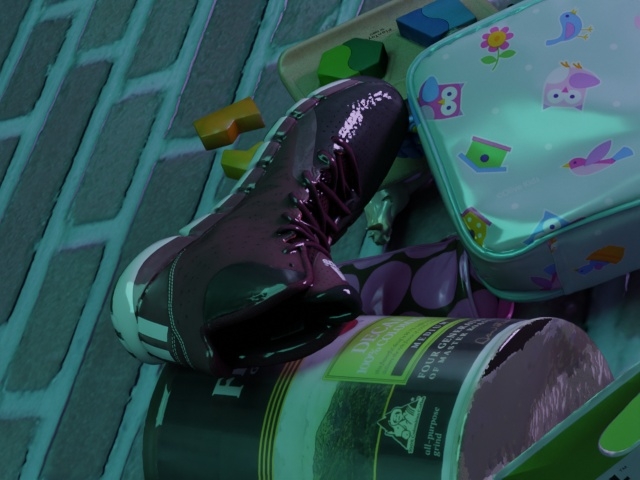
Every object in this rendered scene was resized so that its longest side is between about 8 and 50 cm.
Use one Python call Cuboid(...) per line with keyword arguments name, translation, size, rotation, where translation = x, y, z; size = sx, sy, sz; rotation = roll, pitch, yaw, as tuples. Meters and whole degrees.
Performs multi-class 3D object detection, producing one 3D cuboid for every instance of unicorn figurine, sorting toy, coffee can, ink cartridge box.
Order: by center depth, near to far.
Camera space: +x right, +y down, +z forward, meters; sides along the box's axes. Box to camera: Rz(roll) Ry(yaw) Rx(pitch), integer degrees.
Cuboid(name="ink cartridge box", translation=(0.214, 0.103, 0.760), size=(0.189, 0.255, 0.097), rotation=(-40, 40, 10))
Cuboid(name="coffee can", translation=(0.042, 0.150, 0.923), size=(0.275, 0.201, 0.201), rotation=(-1, 58, 41))
Cuboid(name="unicorn figurine", translation=(0.051, -0.051, 1.202), size=(0.111, 0.060, 0.162), rotation=(-62, 26, -8))
Cuboid(name="sorting toy", translation=(0.042, -0.136, 1.209), size=(0.307, 0.041, 0.229), rotation=(-25, 41, -5))

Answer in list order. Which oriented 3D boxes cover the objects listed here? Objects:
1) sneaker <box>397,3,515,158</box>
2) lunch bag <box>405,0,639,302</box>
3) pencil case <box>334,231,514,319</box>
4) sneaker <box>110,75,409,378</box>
Cuboid(name="sneaker", translation=(0.114, -0.134, 1.116), size=(0.188, 0.067, 0.078), rotation=(-35, 68, -13))
Cuboid(name="lunch bag", translation=(0.214, -0.094, 0.976), size=(0.279, 0.108, 0.224), rotation=(-22, 57, 5))
Cuboid(name="pencil case", translation=(0.055, 0.047, 1.085), size=(0.209, 0.095, 0.098), rotation=(-13, 85, 33))
Cuboid(name="sneaker", translation=(0.000, 0.000, 0.916), size=(0.281, 0.106, 0.163), rotation=(-46, 35, -19))
